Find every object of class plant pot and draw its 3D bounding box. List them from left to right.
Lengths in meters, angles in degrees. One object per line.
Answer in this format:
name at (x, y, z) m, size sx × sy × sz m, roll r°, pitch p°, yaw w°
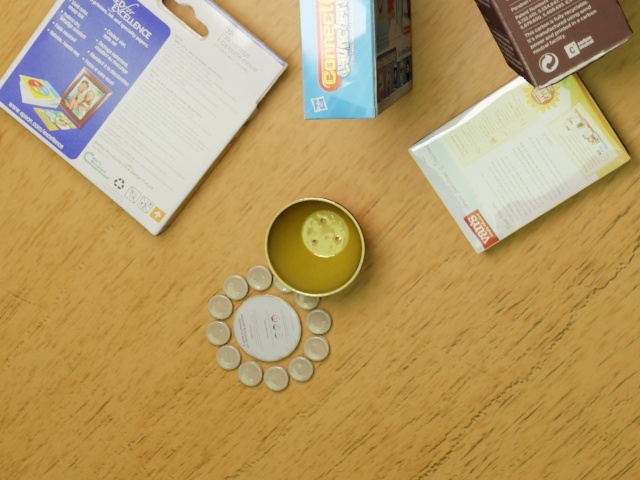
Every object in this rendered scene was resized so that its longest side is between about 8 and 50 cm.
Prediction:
plant pot at (0.000, 0.000, 1.849) m, size 0.134 × 0.095 × 0.134 m, roll 2°, pitch 102°, yaw 10°

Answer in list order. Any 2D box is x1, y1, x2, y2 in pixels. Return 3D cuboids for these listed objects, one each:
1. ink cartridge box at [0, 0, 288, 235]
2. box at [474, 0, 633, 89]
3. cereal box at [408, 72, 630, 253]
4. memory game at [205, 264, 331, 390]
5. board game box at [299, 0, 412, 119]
ink cartridge box at (-0.244, -0.218, 1.862) m, size 0.303 × 0.072 × 0.307 m, roll 40°, pitch 103°, yaw 1°
box at (0.217, -0.389, 1.644) m, size 0.143 × 0.191 × 0.381 m, roll -30°, pitch 106°, yaw 6°
cereal box at (0.261, -0.116, 1.803) m, size 0.240 × 0.047 × 0.173 m, roll -32°, pitch 95°, yaw 15°
memory game at (-0.074, 0.124, 1.933) m, size 0.186 × 0.012 × 0.186 m, roll 2°, pitch 103°, yaw 9°
board game box at (0.046, -0.315, 1.663) m, size 0.086 × 0.308 × 0.302 m, roll 0°, pitch 102°, yaw 12°
